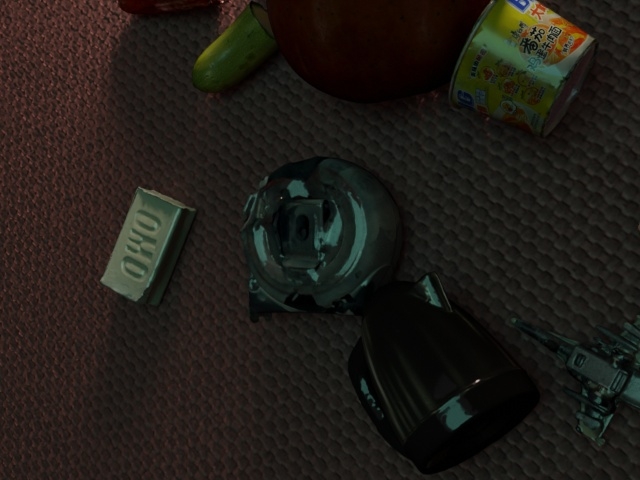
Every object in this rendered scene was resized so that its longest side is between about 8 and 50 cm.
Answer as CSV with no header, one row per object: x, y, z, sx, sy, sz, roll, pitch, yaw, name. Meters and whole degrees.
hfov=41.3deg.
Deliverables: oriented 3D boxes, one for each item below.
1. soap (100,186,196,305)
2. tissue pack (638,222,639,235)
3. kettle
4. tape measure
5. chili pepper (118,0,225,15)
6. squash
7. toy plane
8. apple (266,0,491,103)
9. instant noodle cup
-0.321,0.011,1.579,0.115,0.063,0.198,23,94,25,soap
0.573,-0.072,1.061,0.306,0.238,0.238,17,91,27,tissue pack
0.163,0.185,1.271,0.207,0.250,0.271,-27,62,-11,kettle
0.000,0.000,1.378,0.256,0.147,0.275,-1,84,26,tape measure
-0.292,-0.503,1.613,0.253,0.136,0.144,-1,110,34,chili pepper
-0.156,-0.333,1.533,0.188,0.095,0.095,-38,69,23,squash
0.377,0.173,1.201,0.262,0.088,0.192,28,97,27,toy plane
0.084,-0.391,1.302,0.329,0.364,0.295,-12,37,-8,apple
0.304,-0.255,1.245,0.153,0.205,0.205,32,98,16,instant noodle cup
